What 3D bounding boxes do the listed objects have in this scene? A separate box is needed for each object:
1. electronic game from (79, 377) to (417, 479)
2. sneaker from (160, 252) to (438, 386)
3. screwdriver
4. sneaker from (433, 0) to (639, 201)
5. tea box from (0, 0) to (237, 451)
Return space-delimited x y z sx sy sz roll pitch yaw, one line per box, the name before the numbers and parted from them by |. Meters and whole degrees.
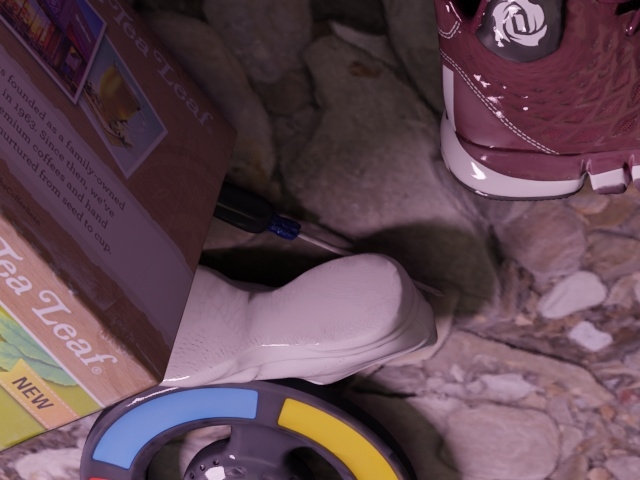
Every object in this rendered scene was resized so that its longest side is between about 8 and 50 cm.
electronic game | -0.047 0.169 1.267 0.229 0.048 0.229 5 131 6
sneaker | -0.032 0.061 1.163 0.212 0.080 0.094 -4 156 23
screwdriver | 0.000 0.000 1.132 0.170 0.024 0.025 22 159 -10
sneaker | 0.184 -0.107 0.952 0.281 0.106 0.162 -5 126 16
tea box | -0.278 -0.049 1.012 0.324 0.220 0.329 -25 121 28
